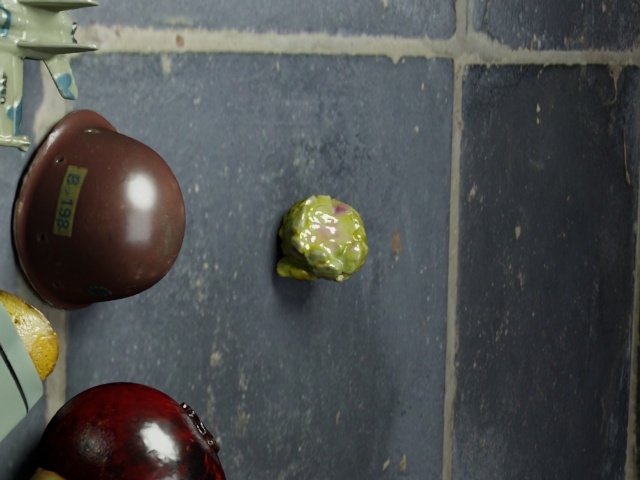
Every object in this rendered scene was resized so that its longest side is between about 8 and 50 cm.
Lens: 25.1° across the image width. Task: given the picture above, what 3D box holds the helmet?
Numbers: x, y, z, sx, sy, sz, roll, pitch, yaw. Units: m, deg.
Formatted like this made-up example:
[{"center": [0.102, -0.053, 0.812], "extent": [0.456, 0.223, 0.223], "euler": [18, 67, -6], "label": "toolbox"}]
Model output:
[{"center": [-0.167, -0.025, 1.215], "extent": [0.155, 0.106, 0.175], "euler": [42, 55, -55], "label": "helmet"}]

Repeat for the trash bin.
[{"center": [-0.281, 0.117, 1.083], "extent": [0.130, 0.059, 0.116], "euler": [-52, 135, -42], "label": "trash bin"}]

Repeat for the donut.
[{"center": [-0.248, 0.088, 1.165], "extent": [0.038, 0.067, 0.083], "euler": [-61, 175, -46], "label": "donut"}]

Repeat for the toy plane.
[{"center": [-0.268, -0.166, 1.047], "extent": [0.262, 0.088, 0.192], "euler": [3, 87, -50], "label": "toy plane"}]

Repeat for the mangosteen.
[{"center": [-0.174, 0.215, 1.197], "extent": [0.200, 0.200, 0.199], "euler": [-15, 107, -59], "label": "mangosteen"}]

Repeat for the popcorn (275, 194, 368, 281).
[{"center": [0.001, -0.002, 1.535], "extent": [0.097, 0.089, 0.109], "euler": [37, 46, -16], "label": "popcorn"}]
